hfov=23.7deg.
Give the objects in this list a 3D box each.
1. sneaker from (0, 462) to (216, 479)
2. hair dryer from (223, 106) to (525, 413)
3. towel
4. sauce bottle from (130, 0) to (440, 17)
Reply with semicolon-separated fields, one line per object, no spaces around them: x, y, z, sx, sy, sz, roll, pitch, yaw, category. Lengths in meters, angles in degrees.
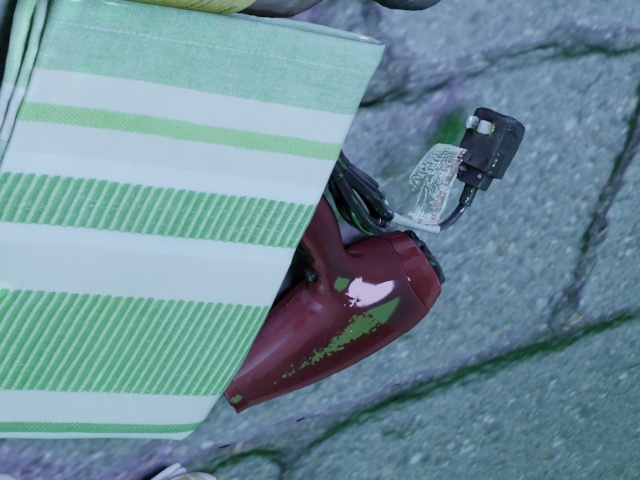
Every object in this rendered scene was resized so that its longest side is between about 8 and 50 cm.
-0.157;0.208;1.120;0.169;0.108;0.292;-37;151;-13;sneaker
0.000;0.000;1.115;0.224;0.080;0.293;14;110;-30;hair dryer
-0.121;-0.005;0.980;0.248;0.038;0.325;6;118;-35;towel
-0.060;-0.179;0.843;0.344;0.111;0.111;3;122;-44;sauce bottle
